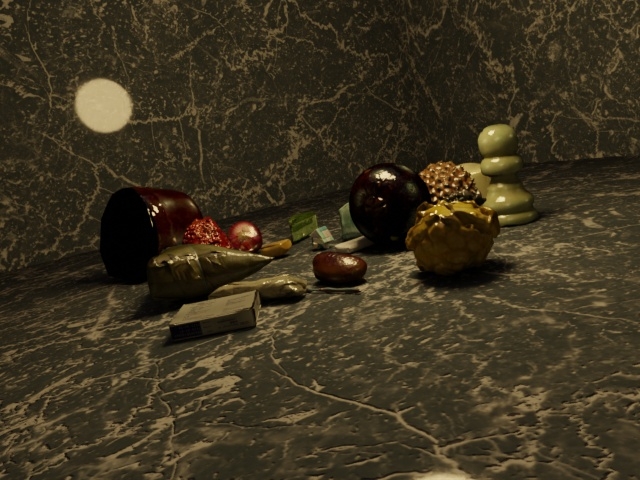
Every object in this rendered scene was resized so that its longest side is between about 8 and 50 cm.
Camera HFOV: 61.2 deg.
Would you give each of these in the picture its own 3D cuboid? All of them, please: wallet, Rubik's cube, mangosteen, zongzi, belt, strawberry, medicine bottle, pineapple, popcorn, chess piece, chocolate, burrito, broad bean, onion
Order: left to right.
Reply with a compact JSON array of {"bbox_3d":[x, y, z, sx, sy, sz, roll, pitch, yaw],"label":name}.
[{"bbox_3d":[-0.634,-0.028,2.139,0.383,0.384,0.331,-3,-3,37],"label":"chocolate"},{"bbox_3d":[-0.426,0.011,2.008,0.187,0.201,0.184,-22,-23,32],"label":"strawberry"},{"bbox_3d":[-0.331,0.070,1.659,0.360,0.160,0.323,-13,11,-9],"label":"zongzi"},{"bbox_3d":[-0.246,0.174,1.302,0.201,0.052,0.171,-12,10,-1],"label":"medicine bottle"},{"bbox_3d":[-0.304,0.009,2.151,0.150,0.150,0.140,-14,-26,-16],"label":"onion"},{"bbox_3d":[-0.169,0.132,1.431,0.275,0.059,0.082,-8,2,21],"label":"burrito"},{"bbox_3d":[-0.002,-0.002,1.974,0.075,0.084,0.073,2,-29,-45],"label":"Rubik's cube"},{"bbox_3d":[0.051,0.075,1.464,0.114,0.084,0.165,-36,28,-29],"label":"broad bean"},{"bbox_3d":[0.143,0.008,1.871,0.190,0.033,0.095,-19,14,-34],"label":"wallet"},{"bbox_3d":[0.187,-0.092,2.045,0.257,0.150,0.207,-15,2,-30],"label":"belt"},{"bbox_3d":[0.233,-0.119,1.785,0.288,0.288,0.288,-11,10,2],"label":"mangosteen"},{"bbox_3d":[0.325,-0.013,1.358,0.250,0.190,0.250,-10,3,1],"label":"popcorn"},{"bbox_3d":[0.444,-0.124,1.815,0.223,0.223,0.357,-11,27,0],"label":"pineapple"},{"bbox_3d":[0.609,-0.222,1.797,0.182,0.330,0.182,-12,9,2],"label":"chess piece"}]

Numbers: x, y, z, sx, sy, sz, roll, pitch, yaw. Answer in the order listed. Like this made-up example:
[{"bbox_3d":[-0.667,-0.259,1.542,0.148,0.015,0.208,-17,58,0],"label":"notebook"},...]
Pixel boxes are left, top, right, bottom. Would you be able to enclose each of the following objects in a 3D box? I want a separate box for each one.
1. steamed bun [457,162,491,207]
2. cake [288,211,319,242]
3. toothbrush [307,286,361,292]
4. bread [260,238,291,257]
[{"bbox_3d":[0.552,-0.190,2.049,0.154,0.200,0.250,-19,10,-32],"label":"steamed bun"},{"bbox_3d":[-0.100,-0.052,2.267,0.099,0.100,0.235,-8,10,25],"label":"cake"},{"bbox_3d":[0.027,0.127,1.384,0.193,0.013,0.019,-3,4,41],"label":"toothbrush"},{"bbox_3d":[-0.160,0.035,1.975,0.115,0.056,0.082,-13,8,26],"label":"bread"}]
